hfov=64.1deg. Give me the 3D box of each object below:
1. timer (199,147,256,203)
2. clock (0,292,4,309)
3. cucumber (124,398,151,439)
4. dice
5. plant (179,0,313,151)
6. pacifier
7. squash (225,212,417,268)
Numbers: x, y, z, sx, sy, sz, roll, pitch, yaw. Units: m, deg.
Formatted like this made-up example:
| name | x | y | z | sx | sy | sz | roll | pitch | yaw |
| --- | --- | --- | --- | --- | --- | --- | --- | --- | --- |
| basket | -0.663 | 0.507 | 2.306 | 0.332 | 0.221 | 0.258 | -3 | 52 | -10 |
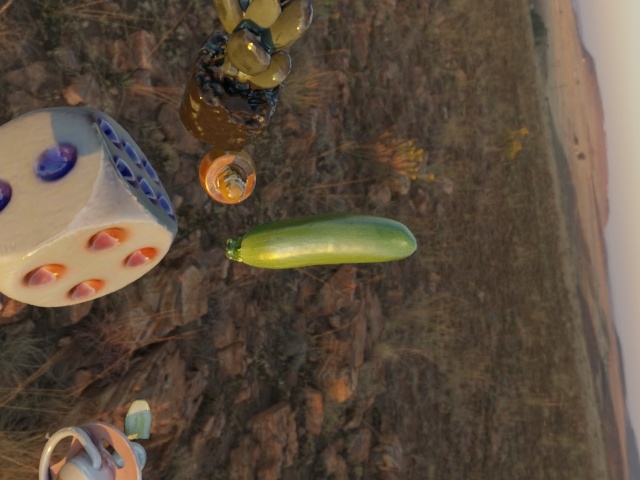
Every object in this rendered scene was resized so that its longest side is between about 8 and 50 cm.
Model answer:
| name | x | y | z | sx | sy | sz | roll | pitch | yaw |
| --- | --- | --- | --- | --- | --- | --- | --- | --- | --- |
| timer | -0.197 | -0.126 | 1.124 | 0.132 | 0.132 | 0.152 | 65 | -3 | -29 |
| clock | -0.410 | 0.055 | 0.434 | 0.244 | 0.244 | 0.056 | 19 | 62 | -58 |
| cucumber | -0.469 | 0.456 | 1.314 | 0.067 | 0.035 | 0.108 | 7 | 94 | -25 |
| dice | -0.401 | -0.051 | 0.838 | 0.243 | 0.251 | 0.259 | 58 | -3 | 20 |
| plant | -0.107 | -0.256 | 0.732 | 0.146 | 0.274 | 0.149 | 9 | 57 | -21 |
| pacifier | -0.573 | 0.611 | 1.317 | 0.273 | 0.332 | 0.220 | 26 | 16 | -38 |
| squash | 0.000 | 0.000 | 1.044 | 0.107 | 0.394 | 0.107 | -4 | 90 | -87 |
